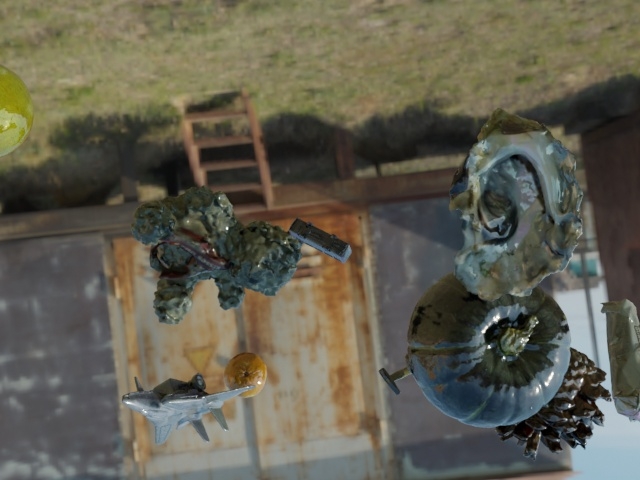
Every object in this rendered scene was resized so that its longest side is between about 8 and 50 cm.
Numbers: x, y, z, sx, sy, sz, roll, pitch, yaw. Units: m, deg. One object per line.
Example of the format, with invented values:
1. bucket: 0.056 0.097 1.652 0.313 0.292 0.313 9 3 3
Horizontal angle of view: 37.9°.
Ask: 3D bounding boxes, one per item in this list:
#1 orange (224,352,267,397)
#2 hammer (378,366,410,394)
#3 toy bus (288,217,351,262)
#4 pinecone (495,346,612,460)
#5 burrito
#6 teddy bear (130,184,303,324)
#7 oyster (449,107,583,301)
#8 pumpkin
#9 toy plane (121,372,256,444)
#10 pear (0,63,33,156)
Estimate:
1. orange: -0.139 0.248 1.723 0.083 0.083 0.070 -7 171 5
2. hammer: 0.188 0.276 1.961 0.013 0.062 0.199 -45 162 28
3. toy bus: 0.000 0.000 1.875 0.130 0.037 0.052 27 164 23
4. pinecone: 0.504 0.348 2.119 0.298 0.296 0.242 19 167 4
5. burrito: 0.464 0.180 1.414 0.064 0.203 0.064 2 145 2
6. teddy bear: -0.224 0.031 2.169 0.367 0.357 0.224 6 -141 12
7. oyster: 0.347 -0.071 1.684 0.238 0.351 0.115 -6 174 7
8. pumpkin: 0.326 0.205 1.828 0.323 0.323 0.241 -7 177 -11
9. toy plane: -0.247 0.262 1.523 0.212 0.088 0.267 -33 148 14
10. pear: -0.637 -0.242 1.754 0.198 0.198 0.198 -7 179 0
